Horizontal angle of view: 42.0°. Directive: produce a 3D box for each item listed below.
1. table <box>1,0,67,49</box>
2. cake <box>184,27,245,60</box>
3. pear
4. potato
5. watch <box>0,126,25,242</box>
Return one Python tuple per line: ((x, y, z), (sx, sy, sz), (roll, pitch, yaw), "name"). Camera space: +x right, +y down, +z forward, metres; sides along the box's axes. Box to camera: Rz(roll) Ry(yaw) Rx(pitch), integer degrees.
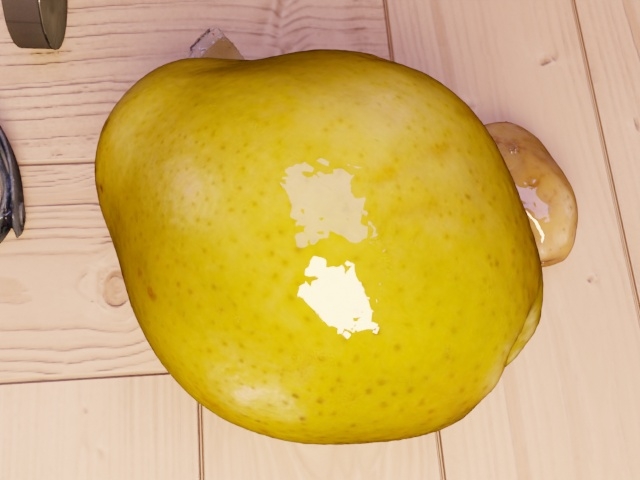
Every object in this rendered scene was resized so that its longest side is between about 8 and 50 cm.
((-0.327, -0.287, 0.956), (0.043, 0.133, 0.134), (0, 70, -4), "table")
((-0.096, -0.196, 0.985), (0.121, 0.052, 0.065), (29, 68, 7), "cake")
((0.000, 0.000, 0.770), (0.418, 0.362, 0.362), (29, 70, 12), "pear")
((0.217, -0.053, 0.930), (0.118, 0.109, 0.178), (-22, 66, 11), "potato")
((-0.423, -0.073, 0.908), (0.192, 0.068, 0.206), (-4, 74, -10), "watch")
